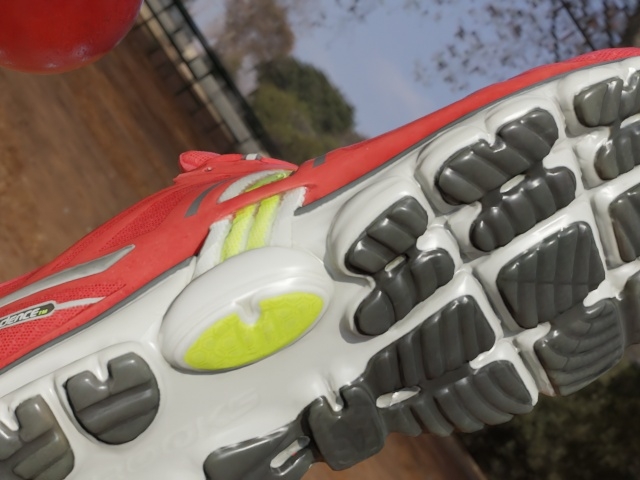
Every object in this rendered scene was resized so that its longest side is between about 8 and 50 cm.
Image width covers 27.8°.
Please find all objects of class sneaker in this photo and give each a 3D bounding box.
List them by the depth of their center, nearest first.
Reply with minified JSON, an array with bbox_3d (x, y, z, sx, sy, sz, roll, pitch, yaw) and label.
[{"bbox_3d":[0.000,0.000,0.401,0.118,0.279,0.107,-124,-166,-52],"label":"sneaker"}]

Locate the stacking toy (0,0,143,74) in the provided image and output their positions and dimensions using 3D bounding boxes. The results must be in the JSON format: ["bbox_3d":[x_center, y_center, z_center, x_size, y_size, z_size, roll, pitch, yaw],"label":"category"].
[{"bbox_3d":[-0.111,-0.192,0.441,0.141,0.141,0.330,54,-28,35],"label":"stacking toy"}]
